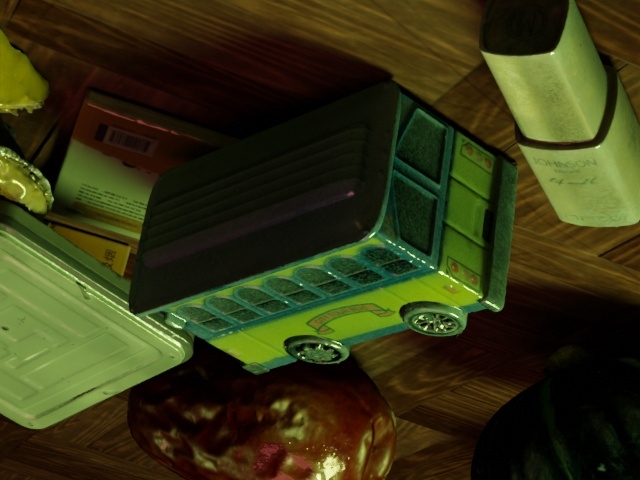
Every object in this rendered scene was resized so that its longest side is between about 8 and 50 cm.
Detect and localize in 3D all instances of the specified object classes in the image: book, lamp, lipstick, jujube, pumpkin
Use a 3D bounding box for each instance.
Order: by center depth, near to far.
[{"bbox_3d":[0.182,-0.097,1.315,0.079,0.077,0.253,3,156,25],"label":"lipstick"},{"bbox_3d":[-0.148,-0.051,1.707,0.208,0.020,0.295,17,158,-10],"label":"book"},{"bbox_3d":[-0.299,0.080,1.749,0.266,0.047,0.269,-27,130,37],"label":"lamp"},{"bbox_3d":[0.290,0.220,1.797,0.315,0.238,0.315,-21,169,-4],"label":"pumpkin"},{"bbox_3d":[-0.070,0.217,2.093,0.318,0.223,0.223,12,160,26],"label":"jujube"}]

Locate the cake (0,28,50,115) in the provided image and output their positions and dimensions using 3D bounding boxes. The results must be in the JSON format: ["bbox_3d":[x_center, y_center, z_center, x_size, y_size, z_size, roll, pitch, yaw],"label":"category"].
[{"bbox_3d":[-0.297,-0.124,1.505,0.080,0.116,0.185,6,153,14],"label":"cake"}]

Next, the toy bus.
[{"bbox_3d":[0.000,0.000,1.527,0.190,0.152,0.312,30,147,-36],"label":"toy bus"}]

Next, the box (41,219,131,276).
[{"bbox_3d":[-0.337,0.049,1.888,0.237,0.152,0.070,18,159,-9],"label":"box"}]

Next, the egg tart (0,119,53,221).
[{"bbox_3d":[-0.362,-0.077,1.675,0.234,0.094,0.234,12,156,6],"label":"egg tart"}]
